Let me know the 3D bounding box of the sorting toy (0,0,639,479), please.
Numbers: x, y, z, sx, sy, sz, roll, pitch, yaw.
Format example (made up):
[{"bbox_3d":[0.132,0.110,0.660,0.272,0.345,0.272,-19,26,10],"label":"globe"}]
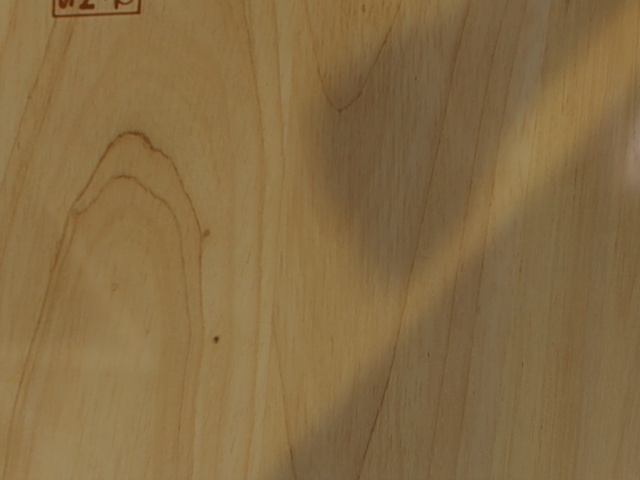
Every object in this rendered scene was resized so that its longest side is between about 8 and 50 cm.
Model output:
[{"bbox_3d":[0.000,0.000,0.551,0.255,0.257,0.089,-7,23,-31],"label":"sorting toy"}]
